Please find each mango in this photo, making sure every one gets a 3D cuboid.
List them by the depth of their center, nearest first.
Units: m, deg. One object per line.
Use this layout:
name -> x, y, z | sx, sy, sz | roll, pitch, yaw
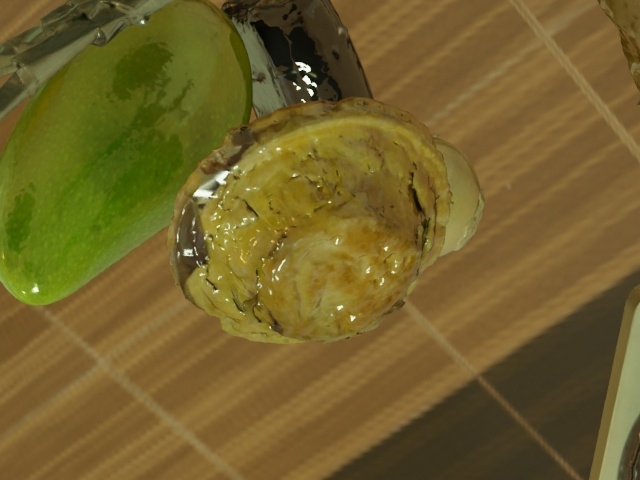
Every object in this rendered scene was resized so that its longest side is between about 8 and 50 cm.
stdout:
mango -> -0.186, -0.086, 1.413 | 0.192, 0.343, 0.156 | 24, 160, 17

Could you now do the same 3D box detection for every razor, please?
razor -> -0.005, -0.112, 1.600 | 0.107, 0.189, 0.327 | -24, 115, -18

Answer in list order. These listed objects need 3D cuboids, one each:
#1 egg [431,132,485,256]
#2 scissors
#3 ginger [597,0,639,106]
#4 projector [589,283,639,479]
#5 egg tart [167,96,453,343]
egg -> 0.139, -0.056, 2.047 | 0.164, 0.164, 0.201 | -4, 155, -3
scissors -> -0.138, -0.163, 1.049 | 0.383, 0.256, 0.029 | -39, 136, -23
ginger -> 0.177, -0.153, 0.698 | 0.219, 0.123, 0.270 | 15, 160, 26
projector -> 0.331, 0.178, 1.115 | 0.257, 0.079, 0.259 | 10, 100, 1
egg tart -> 0.000, 0.000, 1.196 | 0.241, 0.106, 0.241 | -12, 132, -13
